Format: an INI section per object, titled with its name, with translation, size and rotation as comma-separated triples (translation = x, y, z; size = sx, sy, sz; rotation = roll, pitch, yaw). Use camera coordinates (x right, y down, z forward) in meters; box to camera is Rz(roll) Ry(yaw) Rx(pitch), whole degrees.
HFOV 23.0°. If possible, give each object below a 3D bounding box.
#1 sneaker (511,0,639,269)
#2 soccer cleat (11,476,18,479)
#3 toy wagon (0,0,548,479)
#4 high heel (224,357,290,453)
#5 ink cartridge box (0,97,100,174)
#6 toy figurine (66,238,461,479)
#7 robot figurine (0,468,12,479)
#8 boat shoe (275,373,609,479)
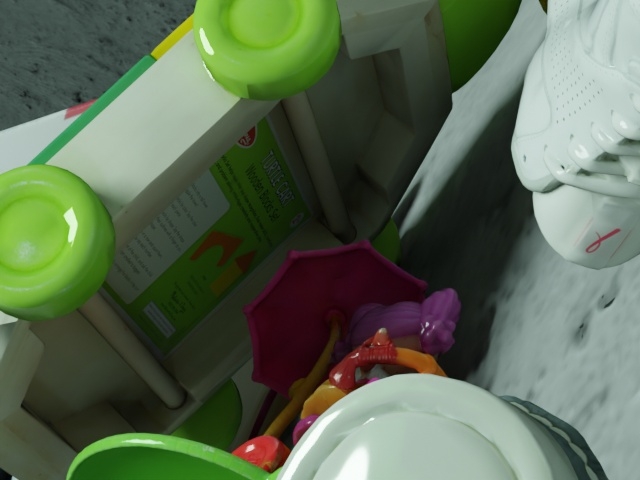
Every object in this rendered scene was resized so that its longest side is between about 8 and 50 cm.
[sneaker]
translation = 0.107, -0.040, 0.459
size = 0.232, 0.090, 0.115
rotation = -77, 9, -82
[soccer cleat]
translation = -0.184, 0.172, 1.177
size = 0.143, 0.116, 0.331
rotation = -54, 14, 41
[toy wagon]
translation = -0.020, -0.028, 0.701
size = 0.344, 0.068, 0.267
rotation = -45, -20, -9
[high heel]
translation = -0.024, 0.072, 0.847
size = 0.244, 0.082, 0.117
rotation = -49, 41, 8
[ink cartridge box]
translation = -0.164, -0.032, 1.206
size = 0.226, 0.131, 0.306
rotation = -21, 1, -6
[toy figurine]
translation = 0.005, 0.063, 0.630
size = 0.173, 0.130, 0.159
rotation = -19, 30, 43
[robot figurine]
translation = -0.404, 0.312, 1.700
size = 0.209, 0.173, 0.278
rotation = -6, 42, 22
[boat shoe]
translation = 0.003, 0.193, 0.403
size = 0.099, 0.116, 0.319
rotation = 23, -93, -58
